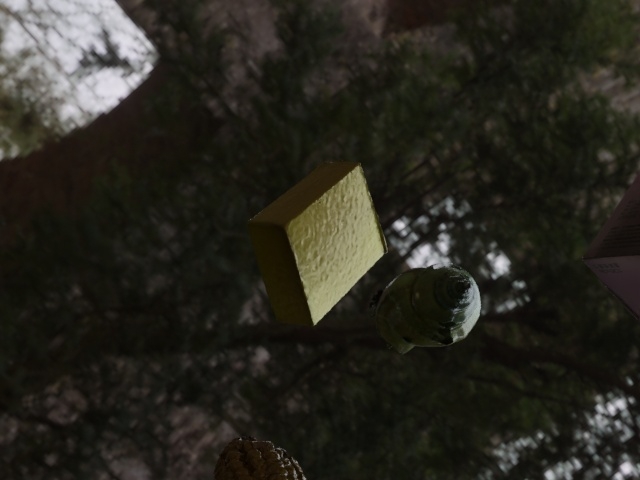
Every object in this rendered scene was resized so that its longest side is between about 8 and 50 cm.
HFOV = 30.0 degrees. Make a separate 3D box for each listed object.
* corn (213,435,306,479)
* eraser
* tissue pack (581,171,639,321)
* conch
[{"bbox_3d":[-0.047,0.328,1.202,0.119,0.119,0.321,-33,-140,10],"label":"corn"},{"bbox_3d":[0.000,0.000,1.015,0.045,0.097,0.122,3,-150,38],"label":"eraser"},{"bbox_3d":[0.354,-0.015,0.987,0.148,0.092,0.246,-52,-163,-18],"label":"tissue pack"},{"bbox_3d":[0.114,0.071,1.274,0.201,0.095,0.079,-29,-160,52],"label":"conch"}]
